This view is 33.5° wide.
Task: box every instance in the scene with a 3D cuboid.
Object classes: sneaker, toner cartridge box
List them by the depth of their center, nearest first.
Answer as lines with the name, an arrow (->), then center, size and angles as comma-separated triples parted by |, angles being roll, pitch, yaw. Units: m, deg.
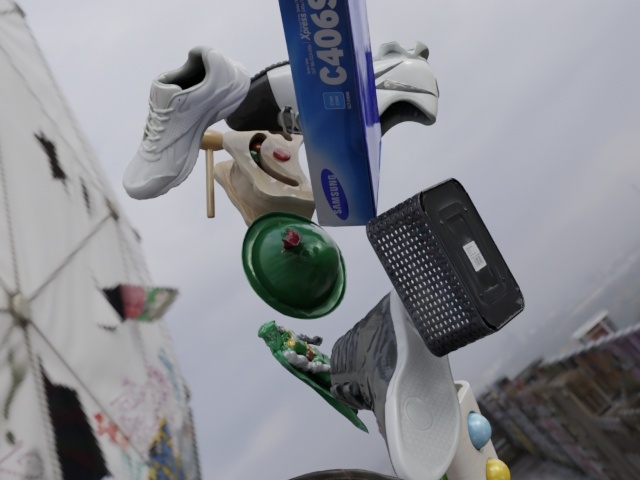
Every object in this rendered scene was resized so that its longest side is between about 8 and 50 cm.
toner cartridge box -> 0.017, -0.195, 1.223 | 0.165, 0.075, 0.348 | -82, -13, -45
sneaker -> 0.084, 0.198, 1.305 | 0.147, 0.104, 0.296 | -44, 31, 34
sneaker -> -0.200, -0.163, 1.395 | 0.232, 0.090, 0.115 | -56, -37, -2
sneaker -> 0.019, -0.195, 1.592 | 0.330, 0.146, 0.122 | -13, -23, 1

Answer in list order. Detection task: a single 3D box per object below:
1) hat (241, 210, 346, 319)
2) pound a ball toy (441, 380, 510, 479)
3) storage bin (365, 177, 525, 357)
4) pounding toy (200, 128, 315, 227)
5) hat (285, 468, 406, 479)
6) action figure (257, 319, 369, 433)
hat -> 0.000, 0.000, 1.472 | 0.183, 0.173, 0.208 | -48, 24, 46
pound a ball toy -> 0.213, 0.395, 1.563 | 0.135, 0.319, 0.208 | -16, 13, 28
storage bin -> 0.148, 0.030, 1.241 | 0.084, 0.180, 0.122 | -31, -4, 34
pounding toy -> -0.093, -0.092, 1.715 | 0.154, 0.269, 0.155 | -8, -45, -33
hat -> 0.026, 0.395, 1.090 | 0.331, 0.331, 0.134 | -41, -3, -5
action figure -> -0.010, 0.178, 1.529 | 0.063, 0.137, 0.232 | -44, -51, 9
